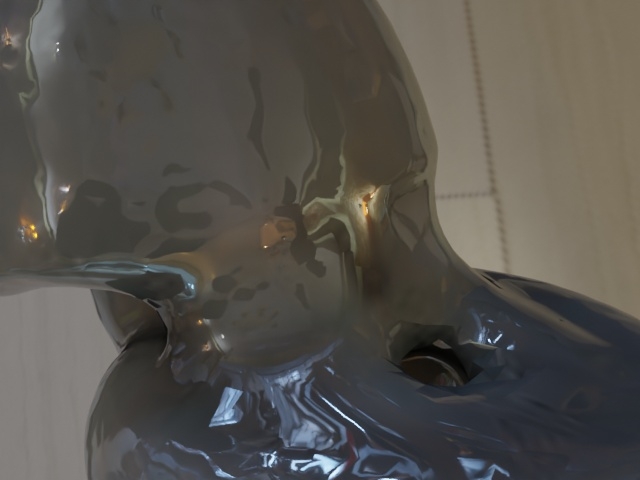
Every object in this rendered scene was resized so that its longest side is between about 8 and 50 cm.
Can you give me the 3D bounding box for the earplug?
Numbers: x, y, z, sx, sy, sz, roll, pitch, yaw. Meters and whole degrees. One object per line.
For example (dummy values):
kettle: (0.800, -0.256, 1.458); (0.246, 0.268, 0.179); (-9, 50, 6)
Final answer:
earplug: (-0.005, 0.009, 0.556); (0.325, 0.175, 0.214); (45, 38, 18)
